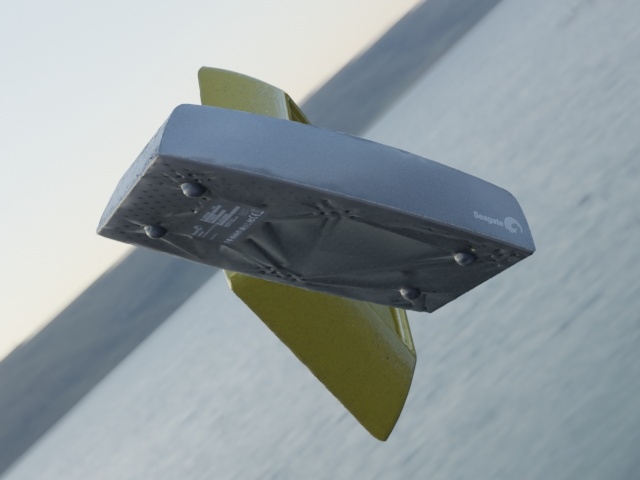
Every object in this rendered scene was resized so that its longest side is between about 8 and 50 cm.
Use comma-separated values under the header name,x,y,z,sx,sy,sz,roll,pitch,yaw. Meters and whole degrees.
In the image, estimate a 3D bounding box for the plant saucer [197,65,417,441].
name,x,y,z,sx,sy,sz,roll,pitch,yaw
plant saucer,0.000,0.000,1.524,0.081,0.332,0.332,-26,44,15

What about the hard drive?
name,x,y,z,sx,sy,sz,roll,pitch,yaw
hard drive,-0.005,-0.017,0.942,0.172,0.255,0.054,141,140,-61
